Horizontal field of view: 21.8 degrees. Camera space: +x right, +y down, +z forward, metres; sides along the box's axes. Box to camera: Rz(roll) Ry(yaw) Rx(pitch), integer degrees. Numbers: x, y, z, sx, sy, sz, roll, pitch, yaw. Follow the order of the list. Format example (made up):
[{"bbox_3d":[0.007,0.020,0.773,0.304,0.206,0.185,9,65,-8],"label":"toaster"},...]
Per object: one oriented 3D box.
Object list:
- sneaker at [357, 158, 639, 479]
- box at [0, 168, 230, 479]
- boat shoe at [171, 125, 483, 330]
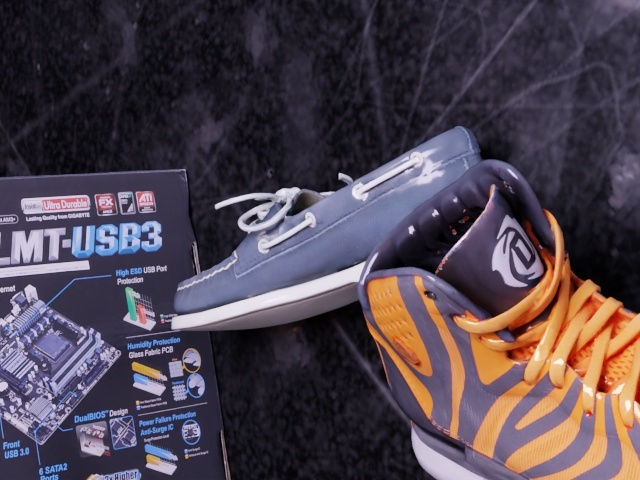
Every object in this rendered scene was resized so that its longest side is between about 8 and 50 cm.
[{"bbox_3d":[0.132,0.062,0.815,0.321,0.124,0.180,7,136,44],"label":"sneaker"},{"bbox_3d":[-0.194,0.105,1.081,0.073,0.295,0.293,-14,85,43],"label":"box"},{"bbox_3d":[0.000,0.000,1.015,0.254,0.095,0.079,-22,80,43],"label":"boat shoe"}]
